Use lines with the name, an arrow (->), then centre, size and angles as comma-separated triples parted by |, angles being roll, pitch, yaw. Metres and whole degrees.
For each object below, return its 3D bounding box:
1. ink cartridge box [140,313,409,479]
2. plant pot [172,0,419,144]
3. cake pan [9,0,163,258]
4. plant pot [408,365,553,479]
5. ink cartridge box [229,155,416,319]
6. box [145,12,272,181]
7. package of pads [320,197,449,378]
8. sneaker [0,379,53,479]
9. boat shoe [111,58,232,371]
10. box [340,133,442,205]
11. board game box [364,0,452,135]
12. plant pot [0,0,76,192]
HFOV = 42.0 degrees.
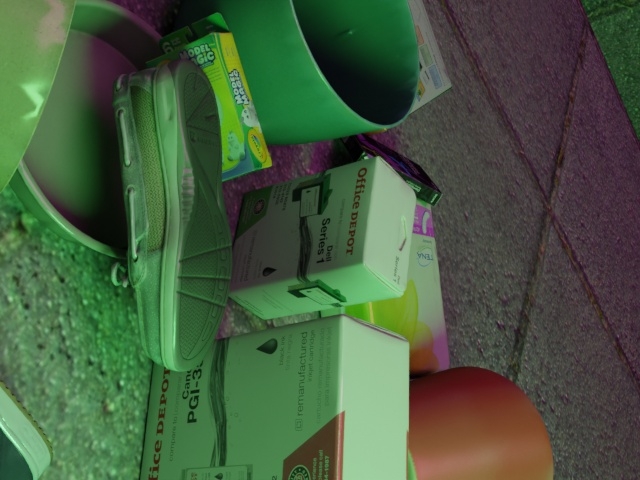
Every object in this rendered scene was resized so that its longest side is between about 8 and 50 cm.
ink cartridge box -> -0.054, 0.206, 0.861 | 0.117, 0.283, 0.207 | 26, 58, -44
plant pot -> -0.047, -0.254, 1.069 | 0.293, 0.235, 0.293 | 25, 59, -49
cake pan -> -0.235, -0.118, 0.915 | 0.293, 0.054, 0.293 | 23, 61, -49
plant pot -> 0.135, 0.309, 1.134 | 0.243, 0.274, 0.275 | 6, 74, -42
ink cartridge box -> 0.000, 0.000, 1.061 | 0.092, 0.219, 0.160 | 39, 49, -42
box -> -0.129, -0.154, 0.938 | 0.043, 0.105, 0.179 | -21, 96, -57
package of pads -> 0.095, 0.066, 1.281 | 0.229, 0.101, 0.297 | 10, 71, -52
sneaker -> -0.336, 0.141, 0.643 | 0.282, 0.099, 0.153 | 60, 36, -27
boat shoe -> -0.163, -0.026, 0.866 | 0.118, 0.103, 0.321 | 9, 76, -68
box -> 0.111, -0.122, 1.339 | 0.162, 0.029, 0.116 | 27, 20, -27
board game box -> 0.115, -0.340, 1.479 | 0.316, 0.064, 0.242 | -37, 109, -53
plant pot -> -0.357, -0.188, 0.627 | 0.273, 0.256, 0.257 | 17, 64, -33
